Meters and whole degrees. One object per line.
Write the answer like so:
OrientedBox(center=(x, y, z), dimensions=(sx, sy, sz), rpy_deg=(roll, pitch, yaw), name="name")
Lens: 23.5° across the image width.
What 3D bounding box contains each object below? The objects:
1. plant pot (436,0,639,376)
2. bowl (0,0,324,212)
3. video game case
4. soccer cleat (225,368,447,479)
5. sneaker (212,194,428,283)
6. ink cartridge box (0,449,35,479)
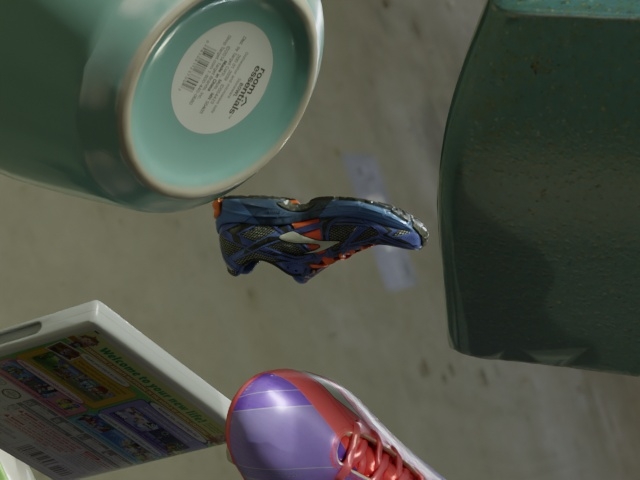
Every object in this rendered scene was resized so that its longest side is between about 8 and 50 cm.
OrientedBox(center=(0.198, -0.091, 0.896), dimensions=(0.252, 0.247, 0.248), rpy_deg=(70, 33, -47), name="plant pot")
OrientedBox(center=(-0.120, -0.144, 1.150), dimensions=(0.163, 0.311, 0.311), rpy_deg=(38, -2, 39), name="bowl")
OrientedBox(center=(-0.189, 0.124, 1.197), dimensions=(0.212, 0.193, 0.023), rpy_deg=(45, 37, -46), name="video game case")
OrientedBox(center=(0.040, 0.150, 0.905), dimensions=(0.248, 0.095, 0.083), rpy_deg=(45, 65, -40), name="soccer cleat")
OrientedBox(center=(0.000, 0.000, 1.516), dimensions=(0.083, 0.221, 0.087), rpy_deg=(-1, 92, -70), name="sneaker")
OrientedBox(center=(-0.451, 0.360, 1.594), dimensions=(0.207, 0.353, 0.119), rpy_deg=(63, 0, 14), name="ink cartridge box")
